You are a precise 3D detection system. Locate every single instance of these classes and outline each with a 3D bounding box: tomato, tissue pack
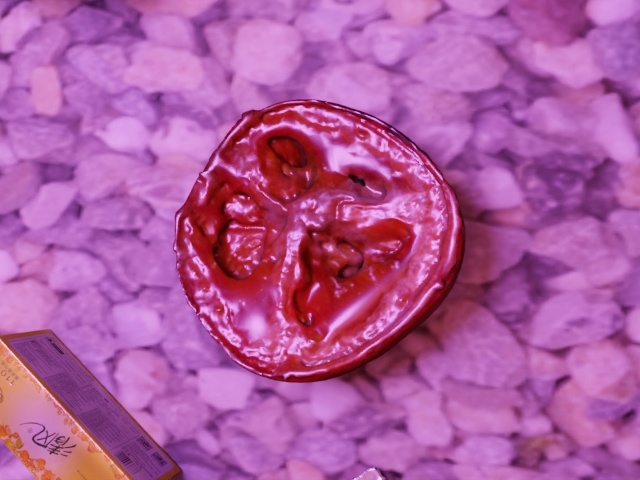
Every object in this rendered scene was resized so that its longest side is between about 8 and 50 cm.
[{"bbox_3d":[0.003,0.000,0.770,0.227,0.101,0.228,-2,79,11],"label":"tomato"},{"bbox_3d":[-0.209,0.158,0.799,0.176,0.095,0.062,44,96,7],"label":"tissue pack"}]

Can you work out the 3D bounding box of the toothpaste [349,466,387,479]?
[{"bbox_3d":[0.076,0.291,0.779,0.062,0.037,0.216,-33,79,8],"label":"toothpaste"}]
